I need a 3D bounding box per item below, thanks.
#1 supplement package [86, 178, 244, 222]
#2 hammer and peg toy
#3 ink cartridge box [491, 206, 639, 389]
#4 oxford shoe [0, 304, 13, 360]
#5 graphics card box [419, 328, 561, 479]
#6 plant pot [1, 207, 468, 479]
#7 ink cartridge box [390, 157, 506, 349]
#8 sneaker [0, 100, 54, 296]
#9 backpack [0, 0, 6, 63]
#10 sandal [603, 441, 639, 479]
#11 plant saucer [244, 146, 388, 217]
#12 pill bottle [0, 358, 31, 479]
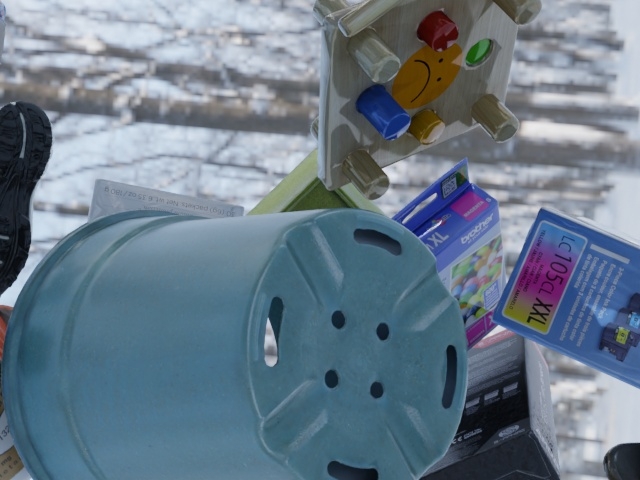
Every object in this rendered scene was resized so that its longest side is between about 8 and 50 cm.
[{"bbox_3d":[-0.204,0.102,1.558,0.175,0.177,0.293,135,144,-73],"label":"supplement package"},{"bbox_3d":[0.105,-0.222,1.450,0.127,0.265,0.361,52,157,32],"label":"hammer and peg toy"},{"bbox_3d":[0.426,0.106,1.523,0.270,0.395,0.151,5,-73,-67],"label":"ink cartridge box"},{"bbox_3d":[-0.475,0.202,1.595,0.133,0.130,0.363,-45,-8,32],"label":"oxford shoe"},{"bbox_3d":[0.204,0.259,1.861,0.094,0.232,0.371,61,-166,-12],"label":"graphics card box"},{"bbox_3d":[-0.064,0.116,1.251,0.341,0.334,0.341,8,-103,-39],"label":"plant pot"},{"bbox_3d":[0.166,0.052,1.823,0.185,0.065,0.311,-37,-39,-18],"label":"ink cartridge box"},{"bbox_3d":[-0.406,-0.039,1.689,0.108,0.100,0.272,-1,69,69],"label":"sneaker"},{"bbox_3d":[-0.575,-0.325,2.026,0.158,0.173,0.117,60,-144,-80],"label":"backpack"},{"bbox_3d":[0.402,0.246,1.490,0.090,0.219,0.060,61,138,43],"label":"sandal"},{"bbox_3d":[0.000,0.000,1.804,0.188,0.188,0.045,-44,4,-9],"label":"plant saucer"},{"bbox_3d":[-0.380,0.151,1.348,0.131,0.131,0.229,-72,-35,-44],"label":"pill bottle"}]
